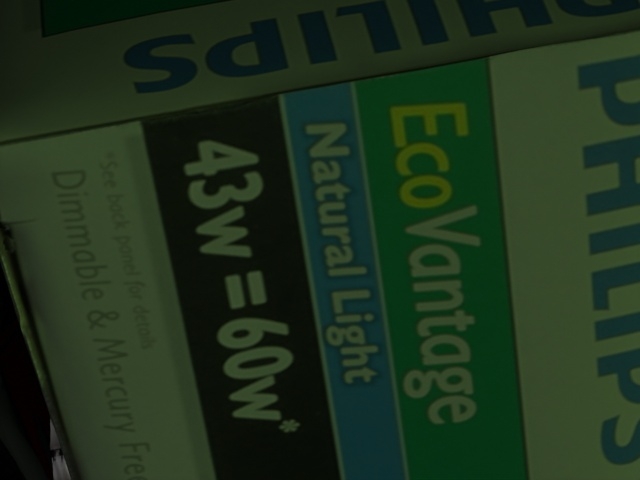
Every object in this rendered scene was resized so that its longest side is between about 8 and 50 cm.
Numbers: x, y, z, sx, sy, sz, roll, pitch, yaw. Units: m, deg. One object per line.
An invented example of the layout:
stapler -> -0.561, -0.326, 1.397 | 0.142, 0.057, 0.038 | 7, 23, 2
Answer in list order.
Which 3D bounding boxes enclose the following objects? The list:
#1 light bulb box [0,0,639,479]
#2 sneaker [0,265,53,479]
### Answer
light bulb box -> 0.000, 0.000, 0.785 | 0.361, 0.225, 0.358 | -106, -175, -56
sneaker -> -0.164, 0.021, 0.741 | 0.118, 0.107, 0.279 | -101, -176, -70
